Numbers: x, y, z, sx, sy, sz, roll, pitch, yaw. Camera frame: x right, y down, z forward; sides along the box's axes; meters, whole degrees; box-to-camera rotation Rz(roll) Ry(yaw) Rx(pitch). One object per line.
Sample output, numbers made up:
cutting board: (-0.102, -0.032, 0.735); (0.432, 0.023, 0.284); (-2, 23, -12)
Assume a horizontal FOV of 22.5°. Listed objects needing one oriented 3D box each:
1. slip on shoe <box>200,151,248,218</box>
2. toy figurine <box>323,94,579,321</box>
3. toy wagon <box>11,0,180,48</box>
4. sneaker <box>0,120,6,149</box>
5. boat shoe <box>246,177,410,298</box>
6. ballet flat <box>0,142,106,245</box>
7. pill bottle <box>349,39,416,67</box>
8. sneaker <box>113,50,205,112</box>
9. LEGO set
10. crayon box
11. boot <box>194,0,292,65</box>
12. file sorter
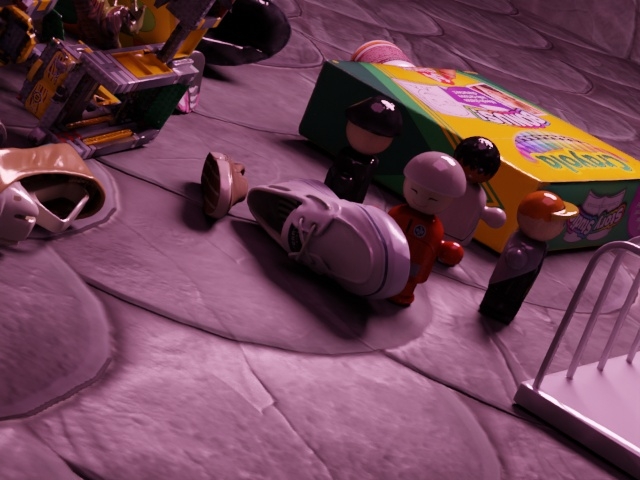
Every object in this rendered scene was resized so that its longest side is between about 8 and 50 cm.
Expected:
slip on shoe: (-0.088, -0.052, 1.541); (0.041, 0.051, 0.135); (15, 10, -12)
toy figurine: (0.117, -0.034, 1.561); (0.209, 0.148, 0.213); (12, 19, -29)
toy wagon: (-0.299, -0.320, 1.816); (0.344, 0.068, 0.267); (23, -27, 8)
sneaker: (-0.308, -0.066, 1.300); (0.075, 0.063, 0.170); (30, 24, 25)
boat shoe: (0.000, 0.000, 1.467); (0.076, 0.083, 0.226); (-1, 14, -26)
ballet flat: (-0.237, -0.034, 1.269); (0.073, 0.080, 0.232); (41, 22, 9)
pill bottle: (0.092, -0.209, 2.162); (0.086, 0.086, 0.152); (16, 18, -18)
sneaker: (-0.189, -0.184, 1.787); (0.077, 0.072, 0.178); (16, 9, 18)
LEGO set: (-0.216, -0.233, 1.535); (0.255, 0.331, 0.192); (49, 24, 8)
crayon box: (0.204, -0.104, 1.945); (0.313, 0.106, 0.363); (32, 20, 29)
boot: (-0.152, -0.358, 2.181); (0.367, 0.146, 0.445); (-3, 21, -28)
file sorter: (0.338, 0.097, 1.395); (0.193, 0.173, 0.278); (31, 20, 29)
